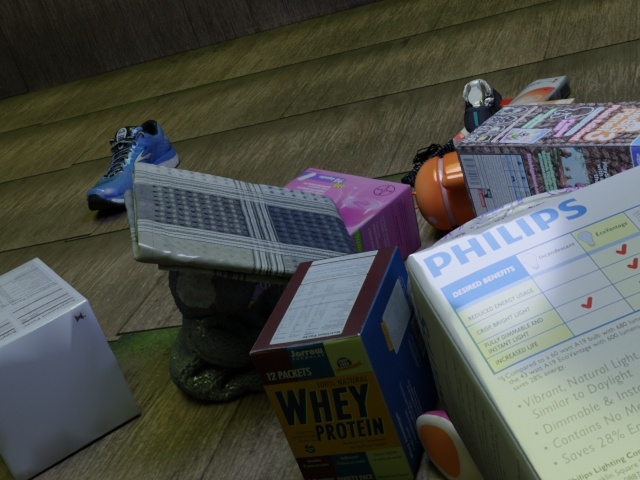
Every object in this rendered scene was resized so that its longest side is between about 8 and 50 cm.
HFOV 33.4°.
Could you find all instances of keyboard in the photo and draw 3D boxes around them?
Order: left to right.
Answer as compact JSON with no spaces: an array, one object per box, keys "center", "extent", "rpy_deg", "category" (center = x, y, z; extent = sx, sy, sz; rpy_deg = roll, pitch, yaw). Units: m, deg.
[{"center":[0.218,-0.161,2.021],"extent":[0.100,0.038,0.192],"rpy_deg":[4,32,44],"category":"keyboard"}]

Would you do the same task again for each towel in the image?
[{"center":[-0.110,-0.011,1.472],"extent":[0.324,0.056,0.312],"rpy_deg":[10,23,-15],"category":"towel"}]

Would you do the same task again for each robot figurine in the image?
[{"center":[0.248,-0.086,1.720],"extent":[0.219,0.128,0.158],"rpy_deg":[-12,27,15],"category":"robot figurine"}]

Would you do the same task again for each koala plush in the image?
[{"center":[-0.147,0.093,1.509],"extent":[0.203,0.221,0.196],"rpy_deg":[-18,23,4],"category":"koala plush"}]

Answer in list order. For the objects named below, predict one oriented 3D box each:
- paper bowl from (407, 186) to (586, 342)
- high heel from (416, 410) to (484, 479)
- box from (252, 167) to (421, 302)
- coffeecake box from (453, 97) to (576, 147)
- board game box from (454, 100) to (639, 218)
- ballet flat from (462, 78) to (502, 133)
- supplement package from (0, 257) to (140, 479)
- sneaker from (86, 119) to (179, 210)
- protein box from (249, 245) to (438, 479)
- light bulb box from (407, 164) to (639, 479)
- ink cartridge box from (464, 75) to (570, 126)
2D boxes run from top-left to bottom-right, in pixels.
[{"center":[0.254,0.071,1.231],"extent":[0.284,0.284,0.148],"rpy_deg":[-19,65,2],"category":"paper bowl"},{"center":[0.210,0.221,1.140],"extent":[0.117,0.082,0.244],"rpy_deg":[-17,13,-30],"category":"high heel"},{"center":[0.000,0.000,1.700],"extent":[0.213,0.117,0.243],"rpy_deg":[13,39,39],"category":"box"},{"center":[0.359,-0.193,1.941],"extent":[0.185,0.068,0.142],"rpy_deg":[-1,30,38],"category":"coffeecake box"},{"center":[0.359,-0.054,1.423],"extent":[0.291,0.232,0.141],"rpy_deg":[5,33,44],"category":"board game box"},{"center":[0.293,-0.256,1.955],"extent":[0.074,0.074,0.203],"rpy_deg":[-12,24,17],"category":"ballet flat"},{"center":[-0.428,0.181,1.564],"extent":[0.198,0.199,0.263],"rpy_deg":[-29,25,-21],"category":"supplement package"},{"center":[-0.449,-0.178,2.448],"extent":[0.130,0.147,0.330],"rpy_deg":[-9,26,24],"category":"sneaker"},{"center":[0.040,0.148,1.265],"extent":[0.136,0.200,0.201],"rpy_deg":[-11,25,23],"category":"protein box"},{"center":[0.314,0.133,0.935],"extent":[0.358,0.225,0.361],"rpy_deg":[-21,40,-5],"category":"light bulb box"},{"center":[0.391,-0.278,2.138],"extent":[0.179,0.045,0.145],"rpy_deg":[1,30,35],"category":"ink cartridge box"}]
